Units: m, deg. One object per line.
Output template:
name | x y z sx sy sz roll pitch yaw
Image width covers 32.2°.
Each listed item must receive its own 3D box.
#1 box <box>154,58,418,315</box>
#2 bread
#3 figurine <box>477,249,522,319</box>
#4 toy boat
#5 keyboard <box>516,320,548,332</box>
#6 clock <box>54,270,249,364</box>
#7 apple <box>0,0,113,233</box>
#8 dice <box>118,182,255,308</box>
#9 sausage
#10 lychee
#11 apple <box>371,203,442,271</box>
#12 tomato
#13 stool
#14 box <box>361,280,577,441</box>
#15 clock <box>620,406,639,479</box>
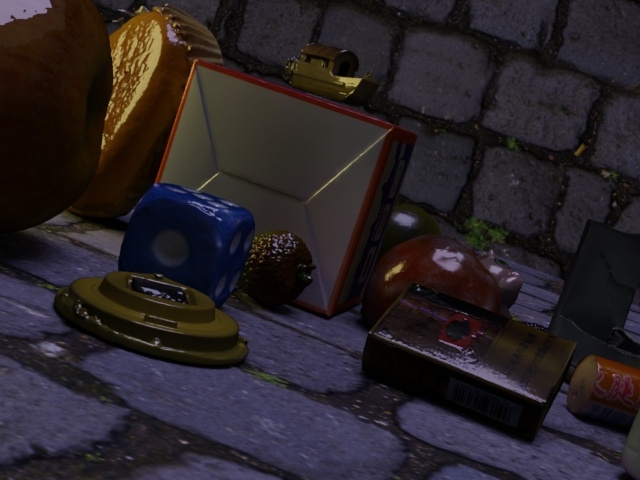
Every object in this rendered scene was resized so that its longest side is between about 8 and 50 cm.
box | -0.062 -0.089 1.827 0.348 0.319 0.257 19 7 13
bread | -0.322 -0.218 1.897 0.236 0.389 0.183 31 8 30
figurine | 0.359 0.092 2.302 0.125 0.125 0.138 17 23 -7
toy boat | 0.019 -0.276 1.832 0.068 0.088 0.226 16 5 -36
keyboard | 0.378 0.174 2.140 0.101 0.018 0.309 23 8 38
clock | -0.189 0.079 1.287 0.237 0.057 0.237 17 8 -3
apple | -0.439 -0.196 1.470 0.333 0.400 0.400 20 6 -18
dice | -0.177 0.009 1.483 0.143 0.147 0.146 21 7 8
sausage | 0.521 0.251 1.613 0.312 0.093 0.093 17 7 -7
lychee | -0.068 0.041 1.644 0.146 0.114 0.114 6 -1 34
apple | 0.128 0.023 2.006 0.157 0.196 0.196 61 11 2
tomato | 0.176 0.072 1.719 0.214 0.155 0.181 18 31 17
stool | 0.528 0.133 1.809 0.170 0.270 0.243 13 8 -32
box | 0.193 0.149 1.434 0.240 0.071 0.159 21 36 19
clock | 0.534 0.281 1.345 0.265 0.109 0.324 23 8 35
